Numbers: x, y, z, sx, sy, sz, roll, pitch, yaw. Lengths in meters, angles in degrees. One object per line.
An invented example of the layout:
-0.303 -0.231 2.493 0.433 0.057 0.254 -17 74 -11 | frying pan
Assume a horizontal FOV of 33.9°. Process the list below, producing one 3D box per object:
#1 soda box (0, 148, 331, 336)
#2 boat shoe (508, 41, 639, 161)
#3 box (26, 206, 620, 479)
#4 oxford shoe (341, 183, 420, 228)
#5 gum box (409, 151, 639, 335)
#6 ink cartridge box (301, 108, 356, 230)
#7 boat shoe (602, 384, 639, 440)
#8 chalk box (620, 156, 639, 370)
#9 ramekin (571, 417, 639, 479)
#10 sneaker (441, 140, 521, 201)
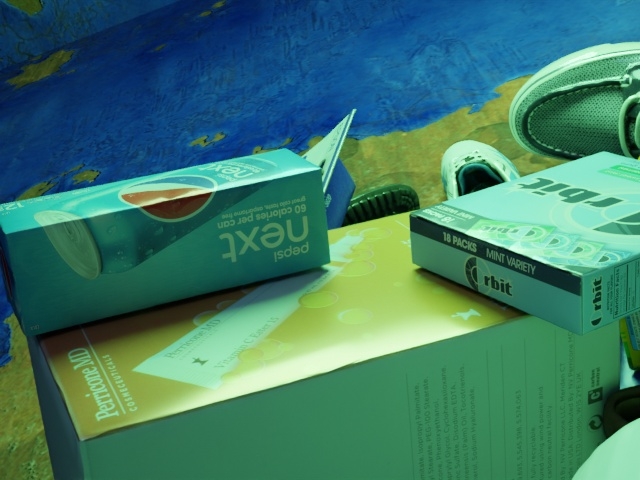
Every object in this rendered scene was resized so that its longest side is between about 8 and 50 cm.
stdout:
-0.103 -0.003 0.698 0.210 0.071 0.067 -13 22 -22 | soda box
0.338 -0.116 1.010 0.340 0.127 0.158 -6 25 26 | boat shoe
-0.002 0.111 0.714 0.345 0.168 0.215 -13 23 -20 | box
0.000 0.000 1.115 0.227 0.083 0.096 -29 25 -12 | oxford shoe
0.178 -0.006 0.684 0.184 0.041 0.157 -17 24 -29 | gum box
-0.069 0.029 0.960 0.333 0.065 0.165 -36 23 42 | ink cartridge box
0.326 0.124 0.584 0.342 0.123 0.123 -2 33 36 | boat shoe
0.321 -0.010 0.829 0.132 0.132 0.213 -2 32 35 | chalk box
0.202 0.186 0.412 0.277 0.277 0.135 -9 23 26 | ramekin
0.168 -0.061 1.096 0.085 0.086 0.237 -21 25 7 | sneaker
